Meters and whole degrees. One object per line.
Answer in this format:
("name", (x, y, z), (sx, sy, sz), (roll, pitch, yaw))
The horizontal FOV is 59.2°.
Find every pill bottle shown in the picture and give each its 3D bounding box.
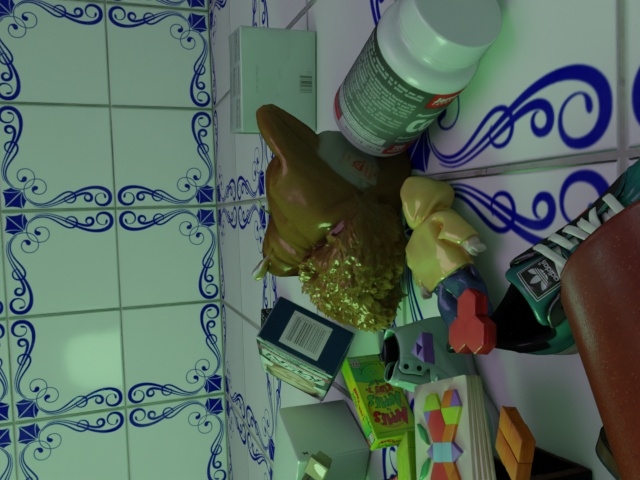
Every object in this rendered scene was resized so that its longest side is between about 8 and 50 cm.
("pill bottle", (0.138, -0.261, 0.863), (0.283, 0.162, 0.161), (133, 130, -63))

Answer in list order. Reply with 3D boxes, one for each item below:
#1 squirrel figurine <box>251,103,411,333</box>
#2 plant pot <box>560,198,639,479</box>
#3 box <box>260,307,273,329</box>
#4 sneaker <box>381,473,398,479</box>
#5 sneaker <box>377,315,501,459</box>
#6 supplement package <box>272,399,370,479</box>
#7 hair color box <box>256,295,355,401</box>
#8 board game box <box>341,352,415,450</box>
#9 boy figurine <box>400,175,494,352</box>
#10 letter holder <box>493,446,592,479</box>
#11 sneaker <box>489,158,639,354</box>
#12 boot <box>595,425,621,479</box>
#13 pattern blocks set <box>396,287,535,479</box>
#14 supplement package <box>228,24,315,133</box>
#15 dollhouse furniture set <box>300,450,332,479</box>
("squirrel figurine", (0.000, 0.000, 1.079), (0.370, 0.281, 0.396), (-53, 51, 47))
("plant pot", (0.303, 0.108, 0.365), (0.272, 0.273, 0.264), (111, 158, -48))
("box", (-0.133, 0.313, 1.799), (0.180, 0.078, 0.147), (-147, 56, -66))
("sneaker", (0.154, 0.485, 0.995), (0.313, 0.116, 0.136), (120, 140, -56))
("sneaker", (0.173, 0.243, 0.856), (0.094, 0.151, 0.255), (121, 140, -54))
("supplement package", (-0.008, 0.562, 1.355), (0.177, 0.176, 0.292), (-127, 39, -59))
("hair color box", (-0.038, 0.253, 1.253), (0.105, 0.174, 0.347), (-60, -9, -22))
("board game box", (0.115, 0.311, 1.106), (0.181, 0.092, 0.043), (-113, 29, -42))
("boy figurine", (0.191, 0.027, 0.866), (0.177, 0.092, 0.285), (114, 147, -52))
("letter holder", (0.229, 0.429, 0.736), (0.214, 0.152, 0.301), (169, 98, -72))
("sneaker", (0.275, 0.031, 0.588), (0.302, 0.121, 0.108), (107, 151, -43))
("boot", (0.339, 0.208, 0.501), (0.219, 0.082, 0.106), (-133, 42, -63))
("pattern blocks set", (0.154, 0.251, 0.670), (0.285, 0.026, 0.324), (117, 155, -50))
("supplement package", (-0.129, -0.417, 1.503), (0.145, 0.204, 0.261), (-158, 67, -67))
("dollhouse furniture set", (0.029, 0.665, 1.125), (0.303, 0.174, 0.355), (28, 119, 17))
